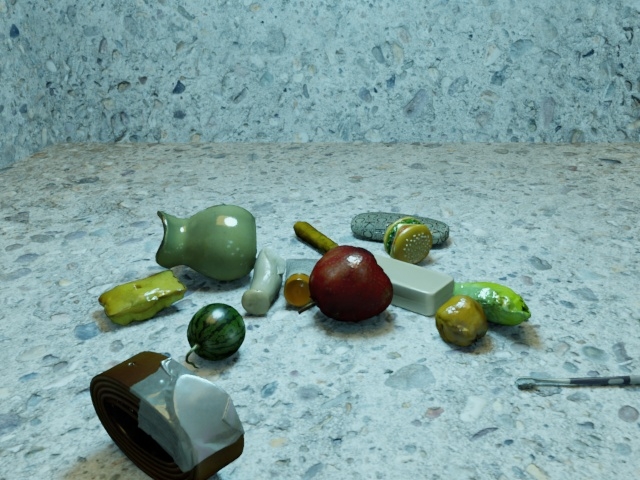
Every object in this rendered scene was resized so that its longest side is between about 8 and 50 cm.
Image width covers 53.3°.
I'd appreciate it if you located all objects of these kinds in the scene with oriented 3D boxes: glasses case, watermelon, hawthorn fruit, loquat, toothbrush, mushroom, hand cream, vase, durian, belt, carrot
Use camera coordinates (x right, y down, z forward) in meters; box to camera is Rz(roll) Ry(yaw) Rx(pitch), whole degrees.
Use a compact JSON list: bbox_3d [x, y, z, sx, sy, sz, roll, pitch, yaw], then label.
[{"bbox_3d":[0.280,-0.044,2.270,0.355,0.085,0.137,8,26,23],"label":"glasses case"},{"bbox_3d":[-0.268,0.236,1.575,0.141,0.140,0.187,9,28,26],"label":"watermelon"},{"bbox_3d":[0.054,0.126,1.740,0.266,0.210,0.230,-21,32,-9],"label":"hawthorn fruit"},{"bbox_3d":[0.362,0.207,1.632,0.137,0.113,0.137,-10,50,12],"label":"loquat"},{"bbox_3d":[0.219,0.122,1.887,0.337,0.076,0.144,17,30,38],"label":"glasses case"},{"bbox_3d":[0.586,0.319,1.446,0.288,0.024,0.026,-1,23,1],"label":"toothbrush"},{"bbox_3d":[-0.161,0.123,1.878,0.096,0.108,0.247,4,36,8],"label":"mushroom"},{"bbox_3d":[-0.059,0.102,1.950,0.140,0.089,0.314,2,19,6],"label":"hand cream"},{"bbox_3d":[-0.363,0.016,2.022,0.303,0.240,0.329,0,-14,-12],"label":"vase"},{"bbox_3d":[0.460,0.170,1.698,0.139,0.101,0.250,-1,16,-44],"label":"durian"},{"bbox_3d":[-0.296,0.338,1.220,0.339,0.217,0.122,18,30,36],"label":"belt"},{"bbox_3d":[0.000,0.000,2.213,0.066,0.066,0.314,-15,26,-28],"label":"carrot"}]

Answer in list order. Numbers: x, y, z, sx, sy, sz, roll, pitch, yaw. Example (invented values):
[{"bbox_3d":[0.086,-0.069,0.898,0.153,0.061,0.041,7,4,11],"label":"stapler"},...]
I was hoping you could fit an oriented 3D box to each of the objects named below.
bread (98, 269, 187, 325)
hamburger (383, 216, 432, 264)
[{"bbox_3d":[-0.510,0.167,1.834,0.233,0.088,0.161,-16,21,-24],"label":"bread"},{"bbox_3d":[0.286,0.004,2.072,0.162,0.161,0.115,-12,31,-23],"label":"hamburger"}]
